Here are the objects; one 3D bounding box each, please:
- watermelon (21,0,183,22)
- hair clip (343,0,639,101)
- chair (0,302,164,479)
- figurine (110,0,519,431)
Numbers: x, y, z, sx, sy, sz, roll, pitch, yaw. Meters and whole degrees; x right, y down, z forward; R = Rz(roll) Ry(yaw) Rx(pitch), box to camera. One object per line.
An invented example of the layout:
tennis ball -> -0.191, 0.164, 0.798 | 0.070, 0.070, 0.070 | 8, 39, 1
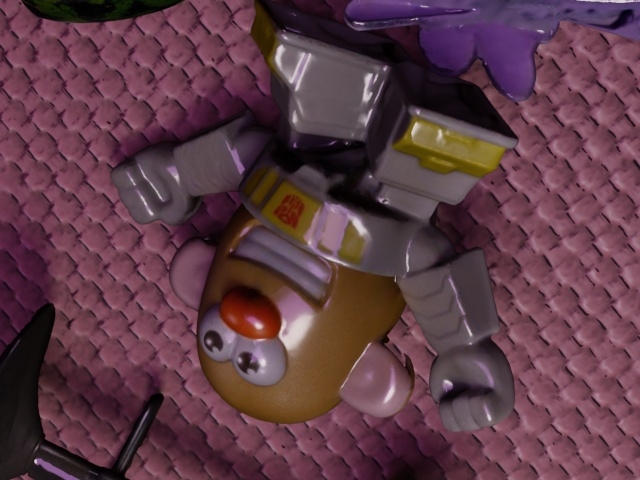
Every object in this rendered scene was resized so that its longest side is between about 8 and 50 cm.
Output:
watermelon -> -0.123, -0.214, 1.015 | 0.145, 0.193, 0.137 | 19, 66, 1
hair clip -> 0.157, -0.162, 0.984 | 0.278, 0.090, 0.137 | 0, 79, 9
chair -> -0.084, 0.233, 1.094 | 0.401, 0.226, 0.227 | 27, 110, 0
figurine -> 0.002, 0.000, 1.031 | 0.167, 0.342, 0.285 | 4, 119, -40
